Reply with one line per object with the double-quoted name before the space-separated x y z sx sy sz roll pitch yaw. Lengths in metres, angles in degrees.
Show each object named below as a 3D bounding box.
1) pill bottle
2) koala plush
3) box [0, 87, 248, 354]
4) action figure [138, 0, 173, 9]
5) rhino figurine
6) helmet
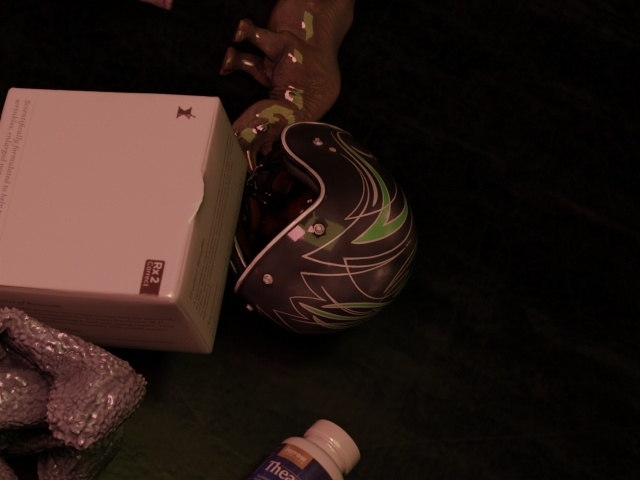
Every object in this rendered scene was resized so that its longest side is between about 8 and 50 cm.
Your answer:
"pill bottle" -0.023 0.204 1.495 0.067 0.067 0.120 45 62 1
"koala plush" -0.271 0.171 1.359 0.203 0.196 0.221 26 67 -1
"box" -0.168 -0.016 1.462 0.182 0.119 0.181 4 65 13
"action figure" -0.298 -0.233 1.549 0.330 0.178 0.341 -7 100 -15
"rhino figurine" -0.030 -0.162 1.633 0.106 0.073 0.243 15 67 -11
"helmet" 0.000 0.000 1.529 0.169 0.169 0.161 -7 54 -22
